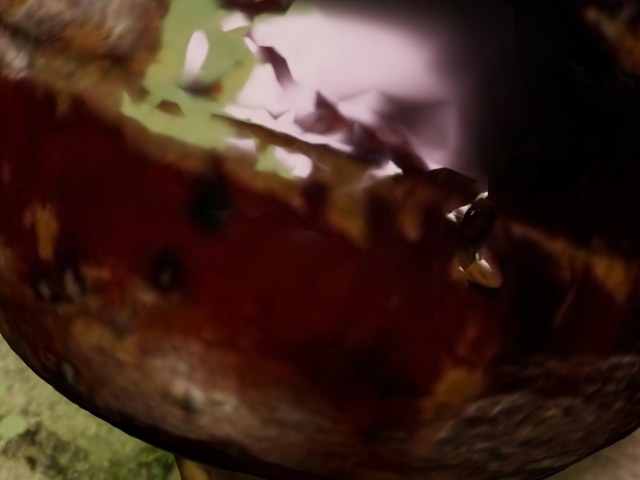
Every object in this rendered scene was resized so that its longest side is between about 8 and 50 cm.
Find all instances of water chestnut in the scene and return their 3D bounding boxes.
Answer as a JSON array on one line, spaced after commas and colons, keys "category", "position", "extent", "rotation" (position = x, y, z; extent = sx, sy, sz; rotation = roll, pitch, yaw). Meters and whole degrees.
[{"category": "water chestnut", "position": [0.000, 0.000, 0.466], "extent": [0.335, 0.335, 0.347], "rotation": [28, 105, 32]}]
